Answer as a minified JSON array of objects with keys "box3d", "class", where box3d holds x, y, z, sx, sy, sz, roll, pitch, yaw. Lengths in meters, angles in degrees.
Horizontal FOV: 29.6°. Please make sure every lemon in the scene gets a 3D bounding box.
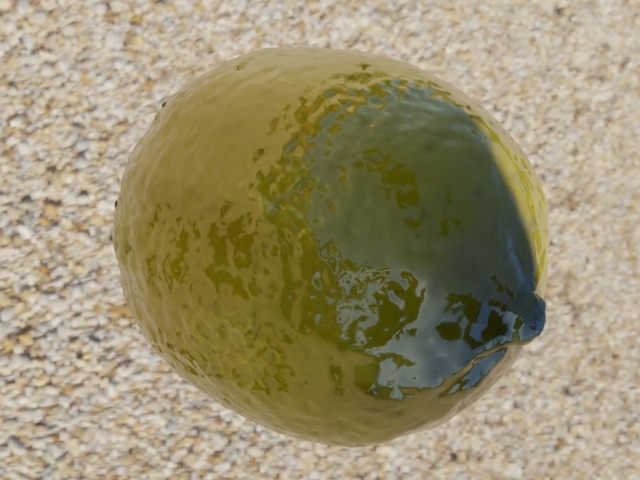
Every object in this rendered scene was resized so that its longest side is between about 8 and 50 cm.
[{"box3d":[0.000,0.000,0.768,0.245,0.320,0.245,-27,126,-44],"class":"lemon"}]
